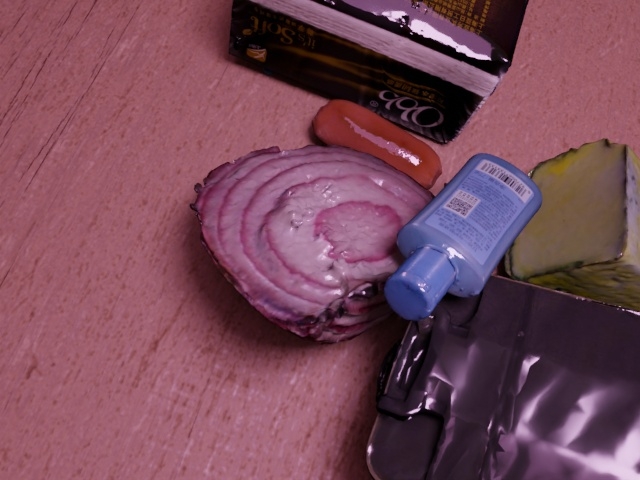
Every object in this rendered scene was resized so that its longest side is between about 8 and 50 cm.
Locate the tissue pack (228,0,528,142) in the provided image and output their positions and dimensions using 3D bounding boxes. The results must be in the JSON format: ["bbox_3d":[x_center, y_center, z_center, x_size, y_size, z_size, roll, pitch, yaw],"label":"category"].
[{"bbox_3d":[0.071,-0.316,0.793,0.370,0.198,0.210,23,72,-2],"label":"tissue pack"}]

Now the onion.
[{"bbox_3d":[0.000,0.000,0.704,0.314,0.146,0.280,-24,51,-31],"label":"onion"}]

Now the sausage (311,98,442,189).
[{"bbox_3d":[0.078,-0.132,0.799,0.194,0.077,0.077,31,68,7],"label":"sausage"}]

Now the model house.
[{"bbox_3d":[0.382,0.004,0.770,0.211,0.170,0.194,30,57,-26],"label":"model house"}]

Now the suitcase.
[{"bbox_3d":[0.268,0.199,0.586,0.434,0.194,0.283,15,63,19],"label":"suitcase"}]

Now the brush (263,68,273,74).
[{"bbox_3d":[-0.030,-0.307,0.885,0.051,0.014,0.164,42,69,5],"label":"brush"}]

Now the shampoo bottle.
[{"bbox_3d":[0.151,-0.007,0.621,0.104,0.061,0.258,38,48,13],"label":"shampoo bottle"}]
